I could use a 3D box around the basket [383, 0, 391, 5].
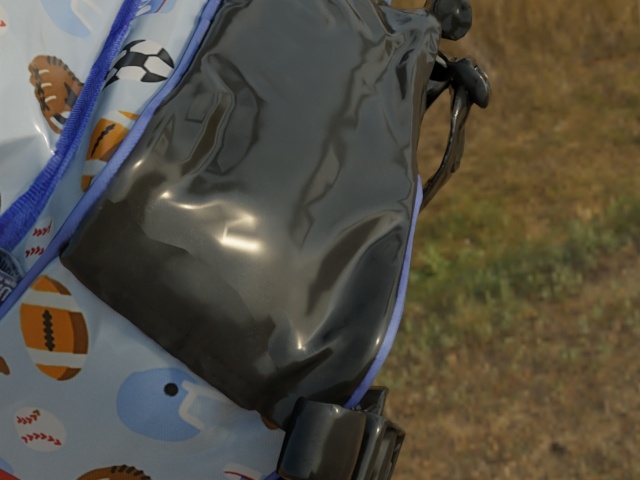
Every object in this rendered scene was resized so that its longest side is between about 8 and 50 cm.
[{"bbox_3d":[-0.095,-0.290,1.552,0.255,0.201,0.289,26,-13,-32],"label":"basket"}]

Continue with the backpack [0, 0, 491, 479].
[{"bbox_3d":[-0.090,0.015,0.532,0.213,0.263,0.276,34,34,-8],"label":"backpack"}]
